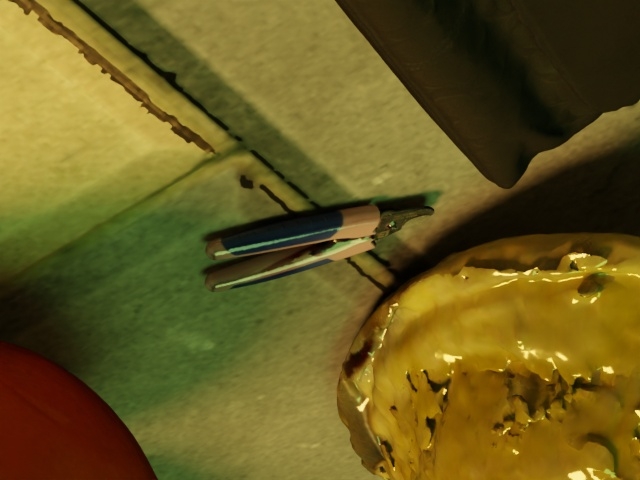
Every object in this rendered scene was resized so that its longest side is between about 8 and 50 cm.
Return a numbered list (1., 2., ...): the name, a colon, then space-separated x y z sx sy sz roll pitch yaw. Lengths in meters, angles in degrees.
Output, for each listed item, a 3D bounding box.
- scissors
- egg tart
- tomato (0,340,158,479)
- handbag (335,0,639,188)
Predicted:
1. scissors: 0.000 0.000 0.888 0.113 0.012 0.039 -14 148 -14
2. egg tart: 0.161 0.137 0.956 0.341 0.132 0.341 13 139 12
3. tomato: -0.189 0.139 0.827 0.259 0.180 0.260 -17 147 -12
4. handbag: 0.100 -0.146 0.669 0.223 0.080 0.247 -35 145 8
